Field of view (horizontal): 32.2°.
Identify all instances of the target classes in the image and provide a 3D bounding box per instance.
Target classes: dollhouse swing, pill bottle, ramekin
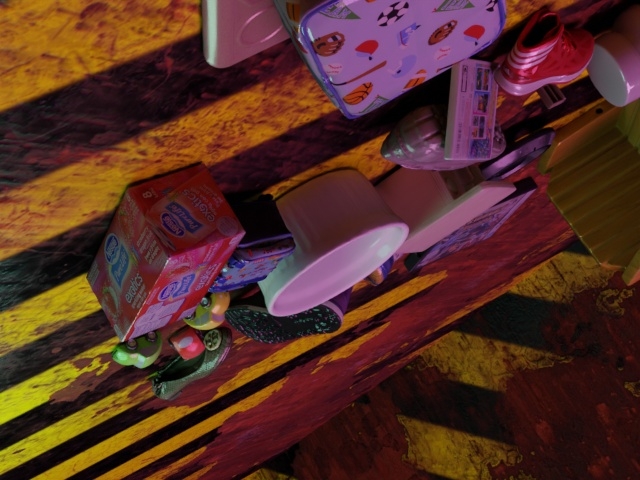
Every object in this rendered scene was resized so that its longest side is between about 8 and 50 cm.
[{"bbox_3d":[0.644,-0.157,2.272,0.315,0.347,0.305,-32,155,1],"label":"dollhouse swing"},{"bbox_3d":[0.615,-0.356,1.918,0.301,0.169,0.169,-30,164,-8],"label":"pill bottle"},{"bbox_3d":[0.000,0.000,1.895,0.277,0.135,0.277,-29,163,-10],"label":"ramekin"}]

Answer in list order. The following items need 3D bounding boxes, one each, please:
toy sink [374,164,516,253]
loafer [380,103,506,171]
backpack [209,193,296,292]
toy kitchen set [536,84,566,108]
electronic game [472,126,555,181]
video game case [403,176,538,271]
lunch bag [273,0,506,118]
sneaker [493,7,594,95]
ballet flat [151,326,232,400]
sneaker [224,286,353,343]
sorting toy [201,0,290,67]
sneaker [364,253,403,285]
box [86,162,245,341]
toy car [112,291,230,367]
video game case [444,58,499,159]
[{"bbox_3d":[0.211,-0.089,2.034,0.234,0.131,0.153,-35,165,28],"label":"toy sink"},{"bbox_3d":[0.209,-0.171,1.850,0.111,0.112,0.319,-27,167,32],"label":"loafer"},{"bbox_3d":[-0.145,0.019,1.720,0.158,0.117,0.173,-11,157,-50],"label":"backpack"},{"bbox_3d":[0.417,-0.288,1.919,0.068,0.075,0.083,-25,167,-27],"label":"toy kitchen set"},{"bbox_3d":[0.379,-0.164,2.270,0.229,0.048,0.229,-29,172,-5],"label":"electronic game"},{"bbox_3d":[0.355,-0.036,2.634,0.275,0.035,0.248,-22,161,-32],"label":"video game case"},{"bbox_3d":[0.083,-0.259,1.172,0.243,0.115,0.303,-31,162,3],"label":"lunch bag"},{"bbox_3d":[0.382,-0.314,1.765,0.221,0.087,0.128,-33,161,-34],"label":"sneaker"},{"bbox_3d":[-0.269,0.252,2.282,0.058,0.084,0.250,28,130,-31],"label":"ballet flat"},{"bbox_3d":[-0.056,0.117,2.129,0.283,0.107,0.124,-7,-137,36],"label":"sneaker"},{"bbox_3d":[-0.032,-0.277,1.196,0.208,0.038,0.193,-23,162,-13],"label":"sorting toy"},{"bbox_3d":[0.111,0.006,2.153,0.131,0.112,0.296,-39,-177,0],"label":"sneaker"},{"bbox_3d":[-0.223,0.021,1.560,0.128,0.122,0.257,-21,161,-35],"label":"box"},{"bbox_3d":[-0.283,0.191,2.084,0.225,0.053,0.239,-21,161,-34],"label":"toy car"},{"bbox_3d":[0.239,-0.205,1.747,0.019,0.157,0.143,9,-171,33],"label":"video game case"}]
